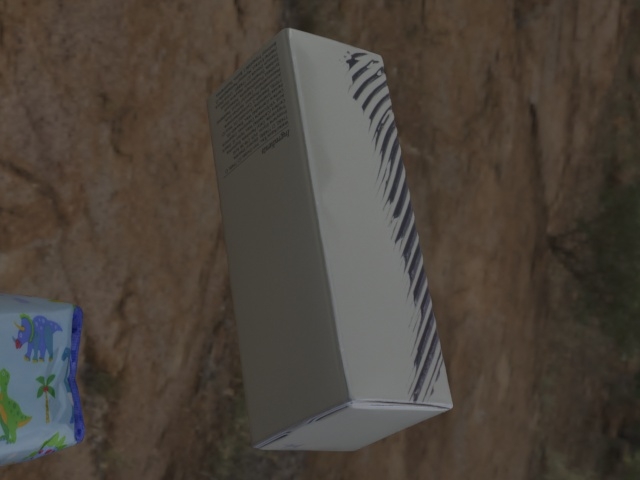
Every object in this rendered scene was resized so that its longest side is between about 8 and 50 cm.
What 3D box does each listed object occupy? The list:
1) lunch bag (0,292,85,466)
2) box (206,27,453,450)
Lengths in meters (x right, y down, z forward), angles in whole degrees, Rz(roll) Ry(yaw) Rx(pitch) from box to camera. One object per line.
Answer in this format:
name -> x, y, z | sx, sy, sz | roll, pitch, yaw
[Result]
lunch bag -> -0.214, 0.067, 0.554 | 0.129, 0.151, 0.096 | 10, 77, -66
box -> 0.000, 0.000, 0.772 | 0.094, 0.113, 0.275 | 9, 62, -38
